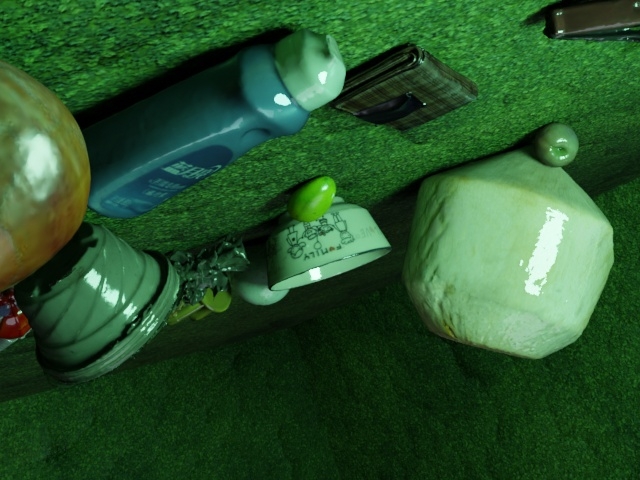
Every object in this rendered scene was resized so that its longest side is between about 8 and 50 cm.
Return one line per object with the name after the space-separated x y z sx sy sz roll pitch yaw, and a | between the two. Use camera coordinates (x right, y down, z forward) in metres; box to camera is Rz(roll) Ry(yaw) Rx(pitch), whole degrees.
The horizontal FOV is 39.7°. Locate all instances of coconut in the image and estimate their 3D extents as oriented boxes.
0.358 0.010 1.694 0.415 0.415 0.345 -21 165 13 | coconut

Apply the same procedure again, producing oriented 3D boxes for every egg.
-0.118 0.062 1.793 0.131 0.131 0.164 -18 -166 -2 | egg

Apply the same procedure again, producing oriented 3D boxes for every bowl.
0.000 0.000 1.617 0.238 0.126 0.238 -19 171 -3 | bowl

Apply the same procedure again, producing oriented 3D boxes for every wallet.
0.104 -0.175 1.060 0.124 0.042 0.230 -25 171 23 | wallet

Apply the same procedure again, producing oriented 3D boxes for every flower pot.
-0.318 0.069 1.197 0.235 0.235 0.140 -22 127 19 | flower pot

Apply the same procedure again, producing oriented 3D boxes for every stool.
-0.253 0.105 1.789 0.110 0.135 0.134 -20 127 26 | stool

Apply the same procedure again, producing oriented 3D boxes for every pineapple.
-0.245 0.068 1.575 0.248 0.128 0.128 -21 172 -11 | pineapple

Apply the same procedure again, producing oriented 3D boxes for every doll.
-0.503 0.114 1.440 0.102 0.075 0.227 -26 164 -21 | doll

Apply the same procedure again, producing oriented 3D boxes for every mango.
-0.012 -0.068 1.429 0.073 0.056 0.108 -17 159 -38 | mango

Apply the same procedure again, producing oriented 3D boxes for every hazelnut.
-0.274 -0.049 0.648 0.214 0.176 0.214 -23 145 -18 | hazelnut

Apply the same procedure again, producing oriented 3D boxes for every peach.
0.424 -0.173 1.601 0.083 0.083 0.083 -18 171 -3 | peach

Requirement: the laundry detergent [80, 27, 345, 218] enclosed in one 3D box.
-0.099 -0.112 0.854 0.290 0.094 0.143 -22 167 22 | laundry detergent

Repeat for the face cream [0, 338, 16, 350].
-0.628 0.193 1.785 0.034 0.034 0.130 -11 169 -40 | face cream

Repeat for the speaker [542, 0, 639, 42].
0.392 -0.232 0.902 0.259 0.198 0.329 -33 177 9 | speaker
